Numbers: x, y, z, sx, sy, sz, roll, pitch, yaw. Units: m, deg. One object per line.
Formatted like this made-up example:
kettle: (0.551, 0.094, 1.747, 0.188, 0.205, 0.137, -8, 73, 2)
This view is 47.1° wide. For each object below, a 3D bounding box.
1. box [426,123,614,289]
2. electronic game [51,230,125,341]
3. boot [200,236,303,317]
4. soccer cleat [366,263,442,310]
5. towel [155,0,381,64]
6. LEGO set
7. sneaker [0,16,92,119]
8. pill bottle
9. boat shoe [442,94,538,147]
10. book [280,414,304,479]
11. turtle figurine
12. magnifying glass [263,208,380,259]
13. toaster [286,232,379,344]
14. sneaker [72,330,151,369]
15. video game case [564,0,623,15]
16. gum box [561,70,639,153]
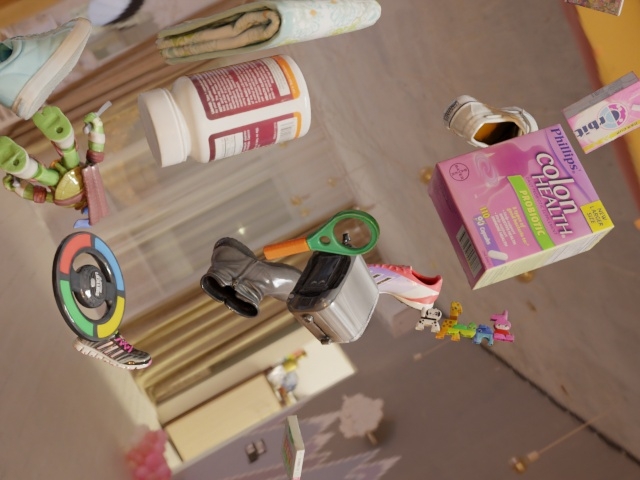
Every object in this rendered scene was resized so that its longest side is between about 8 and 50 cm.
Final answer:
box: (0.347, -0.059, 1.307, 0.117, 0.243, 0.213, 94, -23, -69)
electronic game: (-0.468, 0.093, 1.498, 0.229, 0.048, 0.229, -12, 90, -73)
boot: (-0.165, 0.142, 2.000, 0.338, 0.118, 0.222, 24, 28, -13)
soccer cleat: (0.205, 0.107, 2.178, 0.318, 0.116, 0.108, 20, 25, -10)
towel: (-0.114, -0.443, 1.516, 0.375, 0.320, 0.090, 4, -68, 39)
LEGO set: (0.346, 0.191, 1.771, 0.087, 0.227, 0.093, 79, 19, -68)
sneaker: (-0.650, -0.436, 1.691, 0.150, 0.135, 0.366, 32, 40, -16)
pill bottle: (-0.243, -0.324, 1.860, 0.224, 0.392, 0.224, 162, -90, -71)
boat shoe: (0.472, -0.265, 1.858, 0.367, 0.136, 0.156, 8, 34, -47)
book: (-0.061, 0.487, 1.699, 0.096, 0.035, 0.144, -111, -158, -47)
turtle figurine: (-0.499, -0.166, 1.342, 0.266, 0.198, 0.274, 94, -11, -77)
magnifying glass: (0.000, 0.000, 1.380, 0.026, 0.231, 0.092, -69, 141, -53)
toaster: (0.035, 0.112, 1.560, 0.129, 0.227, 0.146, -7, -50, 36)
sneaker: (-0.440, 0.221, 1.575, 0.170, 0.074, 0.063, 20, 11, -5)
video game case: (0.583, -0.532, 1.555, 0.122, 0.011, 0.087, 27, -39, 27)
gum box: (0.678, -0.300, 1.716, 0.107, 0.188, 0.062, 51, 24, -25)
